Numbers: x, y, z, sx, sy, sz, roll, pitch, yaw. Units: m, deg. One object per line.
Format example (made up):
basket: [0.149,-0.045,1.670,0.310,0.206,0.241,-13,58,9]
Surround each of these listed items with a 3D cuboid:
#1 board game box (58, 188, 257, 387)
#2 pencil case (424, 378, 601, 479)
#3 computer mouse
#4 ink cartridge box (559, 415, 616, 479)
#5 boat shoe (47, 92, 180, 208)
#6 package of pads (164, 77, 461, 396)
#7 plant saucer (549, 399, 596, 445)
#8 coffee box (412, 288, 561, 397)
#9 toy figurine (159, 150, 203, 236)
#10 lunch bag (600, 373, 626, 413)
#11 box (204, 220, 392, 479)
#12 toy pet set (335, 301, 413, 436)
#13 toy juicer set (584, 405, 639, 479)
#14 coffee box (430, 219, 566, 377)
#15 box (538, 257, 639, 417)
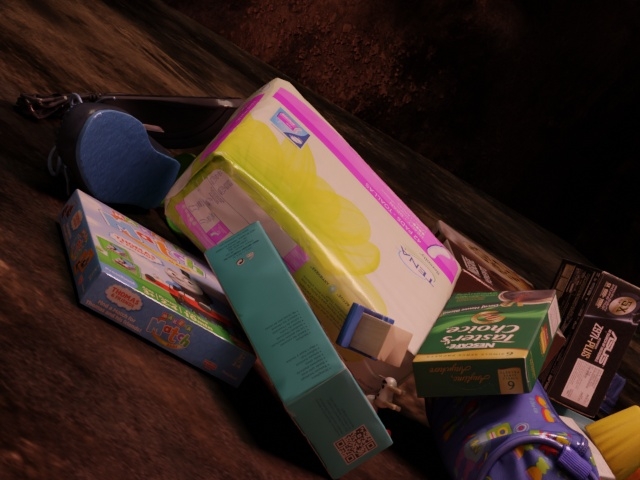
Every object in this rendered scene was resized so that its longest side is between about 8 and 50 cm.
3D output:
board game box: [-0.149,0.039,1.481,0.160,0.039,0.211,31,10,-23]
pencil case: [0.179,0.187,1.592,0.119,0.133,0.306,38,9,-15]
computer mouse: [-0.200,-0.138,1.908,0.262,0.060,0.184,3,5,11]
ink cartridge box: [0.229,0.234,1.863,0.179,0.045,0.145,11,19,-21]
boat shoe: [-0.228,-0.085,1.713,0.089,0.109,0.258,30,-8,15]
package of pads: [0.000,0.000,1.668,0.296,0.101,0.229,45,29,-8]
plant saucer: [0.340,0.245,2.198,0.192,0.018,0.067,28,11,-40]
coffee box: [0.163,0.097,1.612,0.113,0.040,0.184,-3,18,20]
toy figurine: [-0.087,-0.019,1.863,0.173,0.130,0.159,9,-27,47]
lunch bag: [0.388,0.211,2.380,0.067,0.065,0.098,23,-2,26]
box: [-0.023,0.088,1.433,0.100,0.060,0.244,59,-2,-36]
toy pet set: [0.026,0.116,1.531,0.065,0.114,0.122,22,-3,39]
toy juicer set: [0.383,0.340,1.728,0.329,0.089,0.209,60,4,30]
coffee box: [0.197,0.092,2.156,0.168,0.119,0.297,35,9,-7]
box: [0.340,0.127,2.200,0.077,0.180,0.147,25,-1,-15]
